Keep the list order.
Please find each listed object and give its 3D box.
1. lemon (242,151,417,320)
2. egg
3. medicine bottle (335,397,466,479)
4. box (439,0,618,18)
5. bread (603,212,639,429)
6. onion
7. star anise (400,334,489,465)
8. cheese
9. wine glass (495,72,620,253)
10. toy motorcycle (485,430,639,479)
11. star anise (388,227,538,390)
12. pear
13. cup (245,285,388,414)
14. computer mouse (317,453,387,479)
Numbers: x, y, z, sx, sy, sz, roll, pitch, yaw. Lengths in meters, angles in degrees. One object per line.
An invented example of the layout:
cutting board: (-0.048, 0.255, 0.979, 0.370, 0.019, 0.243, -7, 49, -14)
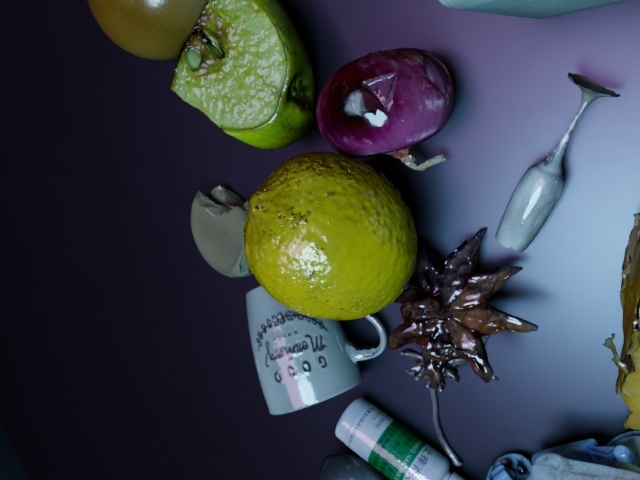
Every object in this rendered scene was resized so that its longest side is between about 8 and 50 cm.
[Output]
lemon: (0.021, -0.001, 0.880, 0.258, 0.310, 0.258, -27, 45, 30)
egg: (-0.276, -0.480, 0.980, 0.250, 0.250, 0.322, 44, 119, 17)
medicine bottle: (0.153, 0.403, 1.038, 0.260, 0.095, 0.095, 30, 119, 23)
box: (0.260, -0.335, 0.612, 0.182, 0.312, 0.175, -1, 103, 44)
bread: (0.460, 0.123, 0.631, 0.248, 0.279, 0.315, 3, 94, 28)
onion: (0.089, -0.205, 0.850, 0.207, 0.200, 0.201, 24, 117, 34)
star anise: (0.231, 0.260, 0.987, 0.148, 0.218, 0.227, -10, 144, 9)
cheese: (-0.192, -0.022, 1.159, 0.202, 0.091, 0.175, 45, 123, 16)
wine glass: (0.320, -0.096, 0.785, 0.074, 0.074, 0.262, 32, 122, 24)
toy motorcycle: (0.363, 0.395, 0.796, 0.319, 0.241, 0.182, -33, 90, 39)
star anise: (0.195, 0.100, 0.869, 0.272, 0.102, 0.272, -11, 73, 39)
pear: (-0.098, -0.300, 0.971, 0.255, 0.164, 0.238, 39, 113, 14)
cup: (-0.009, 0.175, 1.055, 0.258, 0.186, 0.234, -19, 83, 9)
computer mouse: (0.082, 0.572, 1.128, 0.203, 0.114, 0.374, 15, 120, 29)
